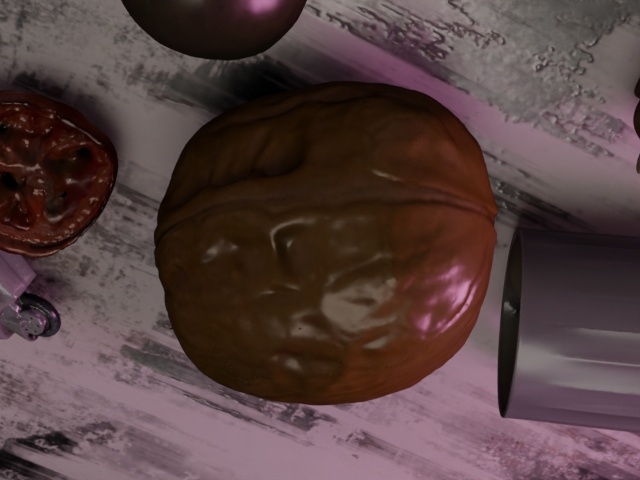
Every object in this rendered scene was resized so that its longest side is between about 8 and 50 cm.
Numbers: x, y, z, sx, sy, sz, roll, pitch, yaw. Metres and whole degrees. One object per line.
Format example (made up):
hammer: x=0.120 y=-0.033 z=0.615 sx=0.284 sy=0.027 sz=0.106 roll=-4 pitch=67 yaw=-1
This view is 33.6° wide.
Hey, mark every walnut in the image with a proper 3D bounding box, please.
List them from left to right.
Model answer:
walnut: x=0.000 y=0.000 z=1.162 sx=0.398 sy=0.354 sz=0.308 roll=-13 pitch=150 yaw=22

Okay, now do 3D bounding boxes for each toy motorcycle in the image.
toy motorcycle: x=-0.468 y=0.044 z=1.418 sx=0.171 sy=0.110 sz=0.260 roll=-20 pitch=118 yaw=35

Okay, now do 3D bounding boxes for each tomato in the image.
tomato: x=-0.357 y=-0.095 z=1.298 sx=0.228 sy=0.101 sz=0.228 roll=-1 pitch=129 yaw=-2

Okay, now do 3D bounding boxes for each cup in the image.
cup: x=0.388 y=0.130 z=1.306 sx=0.327 sy=0.236 sz=0.323 roll=5 pitch=157 yaw=4

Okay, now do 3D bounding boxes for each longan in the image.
longan: x=-0.112 y=-0.280 z=1.066 sx=0.198 sy=0.198 sz=0.212 roll=-33 pitch=136 yaw=28

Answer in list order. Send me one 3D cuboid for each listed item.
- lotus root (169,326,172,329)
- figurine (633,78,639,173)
lotus root: x=-0.069 y=0.127 z=1.407 sx=0.257 sy=0.140 sz=0.154 roll=19 pitch=88 yaw=-20
figurine: x=0.437 y=-0.147 z=1.102 sx=0.247 sy=0.173 sz=0.177 roll=-30 pitch=118 yaw=27
